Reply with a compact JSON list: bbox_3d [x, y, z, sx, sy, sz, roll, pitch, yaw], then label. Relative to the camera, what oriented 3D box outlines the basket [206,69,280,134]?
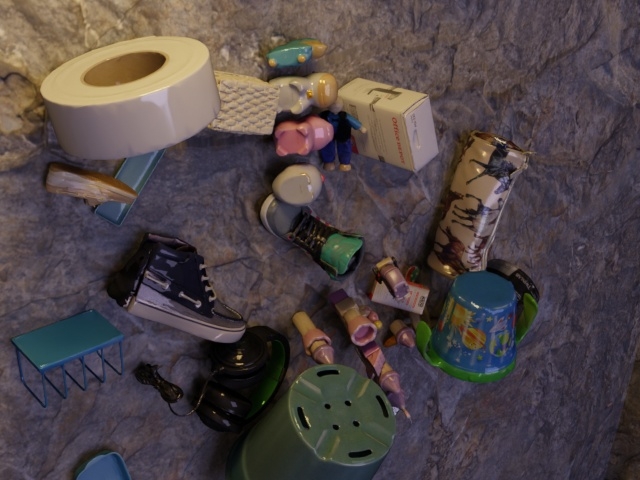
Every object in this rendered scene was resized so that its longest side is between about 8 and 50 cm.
[{"bbox_3d":[-0.174,-0.268,1.687,0.167,0.103,0.113,-1,108,-43],"label":"basket"}]

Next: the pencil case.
[{"bbox_3d":[0.423,-0.082,2.302,0.160,0.183,0.410,6,105,-46],"label":"pencil case"}]

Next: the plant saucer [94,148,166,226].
[{"bbox_3d":[-0.362,-0.123,1.637,0.067,0.018,0.192,35,84,-47],"label":"plant saucer"}]

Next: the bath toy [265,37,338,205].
[{"bbox_3d":[-0.039,-0.246,1.825,0.151,0.129,0.348,1,113,3],"label":"bath toy"}]

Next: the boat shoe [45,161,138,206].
[{"bbox_3d":[-0.419,-0.092,1.563,0.170,0.063,0.059,18,106,-32],"label":"boat shoe"}]

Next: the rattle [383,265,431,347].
[{"bbox_3d":[0.222,0.177,2.342,0.130,0.143,0.200,-41,113,-51],"label":"rattle"}]

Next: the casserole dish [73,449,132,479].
[{"bbox_3d":[-0.464,0.523,1.830,0.114,0.037,0.188,-32,128,-30],"label":"casserole dish"}]

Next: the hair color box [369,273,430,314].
[{"bbox_3d":[0.206,0.139,2.239,0.141,0.043,0.072,16,100,-6],"label":"hair color box"}]

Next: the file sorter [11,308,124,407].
[{"bbox_3d":[-0.472,0.223,1.623,0.170,0.118,0.104,-21,126,-36],"label":"file sorter"}]

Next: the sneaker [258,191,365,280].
[{"bbox_3d":[0.000,0.000,1.929,0.295,0.178,0.124,36,83,-47],"label":"sneaker"}]

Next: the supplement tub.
[{"bbox_3d":[0.470,0.221,2.483,0.316,0.193,0.193,-45,134,-19],"label":"supplement tub"}]

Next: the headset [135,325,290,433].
[{"bbox_3d":[-0.224,0.306,1.921,0.394,0.185,0.243,-3,116,-60],"label":"headset"}]

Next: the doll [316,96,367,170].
[{"bbox_3d":[0.039,-0.241,1.907,0.046,0.129,0.189,-78,167,-46],"label":"doll"}]

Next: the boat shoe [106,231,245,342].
[{"bbox_3d":[-0.257,0.099,1.760,0.340,0.127,0.158,23,100,-47],"label":"boat shoe"}]

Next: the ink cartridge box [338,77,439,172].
[{"bbox_3d":[0.147,-0.261,1.919,0.092,0.218,0.158,-38,132,-26],"label":"ink cartridge box"}]

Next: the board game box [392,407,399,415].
[{"bbox_3d":[0.123,0.468,2.242,0.030,0.259,0.136,41,78,-8],"label":"board game box"}]

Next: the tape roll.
[{"bbox_3d":[-0.313,-0.245,1.434,0.286,0.286,0.100,-33,128,-29],"label":"tape roll"}]

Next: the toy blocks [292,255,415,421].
[{"bbox_3d":[0.138,0.267,2.074,0.309,0.260,0.288,-31,130,-6],"label":"toy blocks"}]

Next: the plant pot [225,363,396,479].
[{"bbox_3d":[-0.008,0.473,1.941,0.341,0.341,0.334,-19,150,-38],"label":"plant pot"}]

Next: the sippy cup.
[{"bbox_3d":[0.406,0.208,2.214,0.305,0.240,0.224,-43,145,-46],"label":"sippy cup"}]
